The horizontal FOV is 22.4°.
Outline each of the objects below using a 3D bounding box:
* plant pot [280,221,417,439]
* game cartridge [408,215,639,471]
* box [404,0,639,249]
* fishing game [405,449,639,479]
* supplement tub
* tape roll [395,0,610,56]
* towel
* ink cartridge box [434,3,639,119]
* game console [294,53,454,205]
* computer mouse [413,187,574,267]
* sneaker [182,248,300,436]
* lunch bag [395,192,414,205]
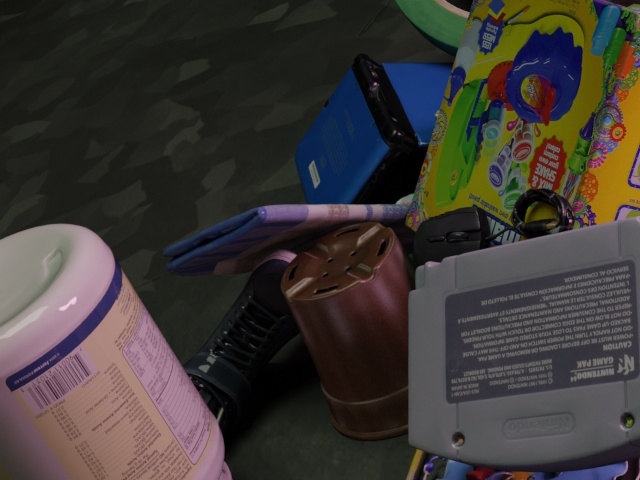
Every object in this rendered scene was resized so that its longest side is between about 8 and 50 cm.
[{"bbox_3d":[0.049,0.082,1.607,0.167,0.165,0.167,-23,26,12],"label":"plant pot"},{"bbox_3d":[0.196,0.094,1.351,0.294,0.060,0.196,-13,66,43],"label":"game cartridge"},{"bbox_3d":[0.254,-0.089,1.548,0.290,0.177,0.279,35,112,62],"label":"box"},{"bbox_3d":[0.182,0.194,1.419,0.264,0.041,0.189,-9,35,33],"label":"fishing game"},{"bbox_3d":[-0.236,0.173,1.538,0.235,0.325,0.235,-23,27,12],"label":"supplement tub"},{"bbox_3d":[0.240,-0.395,2.136,0.321,0.321,0.077,-23,-14,12],"label":"tape roll"},{"bbox_3d":[0.000,0.000,1.720,0.285,0.034,0.209,0,-14,-36],"label":"towel"},{"bbox_3d":[0.284,-0.150,1.810,0.272,0.115,0.198,-29,12,1],"label":"ink cartridge box"},{"bbox_3d":[0.112,-0.117,2.061,0.250,0.173,0.293,-55,20,17],"label":"game console"},{"bbox_3d":[0.149,-0.005,1.477,0.242,0.041,0.071,-21,61,60],"label":"computer mouse"},{"bbox_3d":[-0.086,0.119,1.685,0.163,0.086,0.226,-51,-4,-41],"label":"sneaker"},{"bbox_3d":[0.127,-0.034,1.850,0.071,0.053,0.083,-14,13,28],"label":"lunch bag"}]
